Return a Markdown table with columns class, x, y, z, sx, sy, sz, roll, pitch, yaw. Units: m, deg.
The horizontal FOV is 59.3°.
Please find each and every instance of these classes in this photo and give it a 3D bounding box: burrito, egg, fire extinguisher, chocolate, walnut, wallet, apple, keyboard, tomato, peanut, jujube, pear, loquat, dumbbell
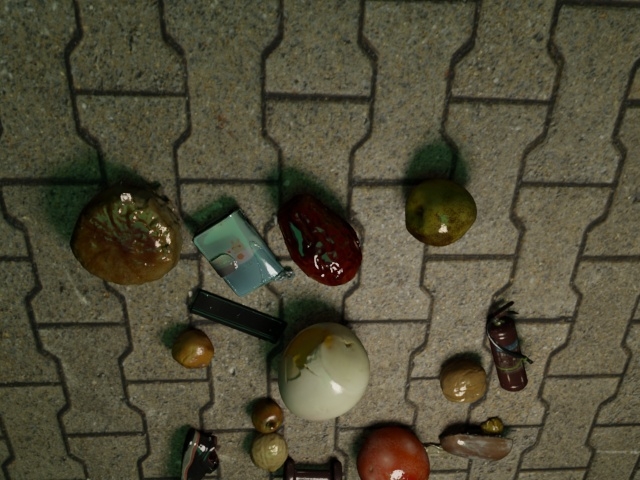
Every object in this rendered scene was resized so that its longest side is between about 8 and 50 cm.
| class | x | y | z | sx | sy | sz | roll | pitch | yaw |
| --- | --- | --- | --- | --- | --- | --- | --- | --- | --- |
| burrito | 0.443 | 0.808 | 2.164 | 0.149 | 0.041 | 0.055 | 9 | 140 | -12 |
| egg | 0.004 | 0.427 | 1.797 | 0.283 | 0.283 | 0.345 | 24 | 127 | -16 |
| fire extinguisher | 0.636 | 0.355 | 1.896 | 0.141 | 0.105 | 0.341 | -25 | 119 | -7 |
| chocolate | 0.582 | 0.776 | 2.096 | 0.261 | 0.083 | 0.161 | 7 | 151 | -5 |
| walnut | 0.491 | 0.485 | 1.937 | 0.166 | 0.149 | 0.166 | -20 | 149 | -13 |
| wallet | -0.246 | 0.038 | 1.681 | 0.176 | 0.075 | 0.250 | -30 | 115 | 9 |
| apple | -0.191 | 0.621 | 1.993 | 0.099 | 0.102 | 0.114 | 23 | 108 | -29 |
| keyboard | -0.265 | 0.253 | 1.829 | 0.310 | 0.018 | 0.101 | 23 | 113 | -15 |
| tomato | 0.268 | 0.824 | 2.047 | 0.265 | 0.265 | 0.265 | -1 | 119 | -3 |
| peanut | -0.188 | 0.779 | 2.070 | 0.140 | 0.109 | 0.159 | -9 | 116 | 17 |
| jujube | 0.000 | 0.000 | 1.612 | 0.197 | 0.197 | 0.290 | -34 | 107 | 14 |
| pear | 0.343 | -0.079 | 1.591 | 0.197 | 0.197 | 0.197 | -1 | 119 | -3 |
| loquat | -0.412 | 0.359 | 1.832 | 0.137 | 0.113 | 0.137 | -8 | 110 | -25 |
| dumbbell | -0.031 | 0.895 | 2.128 | 0.225 | 0.140 | 0.124 | 4 | 75 | -7 |

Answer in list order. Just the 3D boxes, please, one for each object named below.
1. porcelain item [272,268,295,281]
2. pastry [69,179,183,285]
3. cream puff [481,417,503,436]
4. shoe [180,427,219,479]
| class | x | y | z | sx | sy | sz | roll | pitch | yaw |
| --- | --- | --- | --- | --- | --- | --- | --- | --- | --- |
| porcelain item | -0.119 | 0.110 | 1.752 | 0.083 | 0.036 | 0.028 | -7 | 151 | 7 |
| pastry | -0.544 | -0.004 | 1.604 | 0.330 | 0.136 | 0.329 | -2 | 118 | -4 |
| cream puff | 0.645 | 0.707 | 2.111 | 0.083 | 0.058 | 0.083 | -5 | 119 | 2 |
| shoe | -0.445 | 0.818 | 2.082 | 0.137 | 0.114 | 0.291 | 8 | 115 | -14 |
